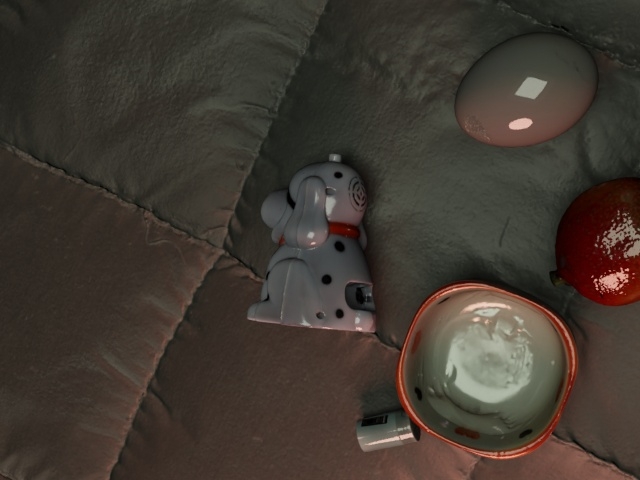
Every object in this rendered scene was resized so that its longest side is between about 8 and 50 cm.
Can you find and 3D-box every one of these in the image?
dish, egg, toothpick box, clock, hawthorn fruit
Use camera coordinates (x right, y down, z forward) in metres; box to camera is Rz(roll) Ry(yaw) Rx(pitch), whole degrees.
[{"bbox_3d":[0.238,0.170,1.744,0.256,0.117,0.256,2,99,16],"label":"dish"},{"bbox_3d":[0.274,-0.200,1.668,0.199,0.146,0.146,-17,93,24],"label":"egg"},{"bbox_3d":[0.100,0.279,1.831,0.083,0.052,0.052,-15,93,18],"label":"toothpick box"},{"bbox_3d":[-0.002,0.003,1.773,0.189,0.189,0.253,0,85,16],"label":"clock"},{"bbox_3d":[0.388,0.005,1.661,0.188,0.169,0.169,-23,91,29],"label":"hawthorn fruit"}]
